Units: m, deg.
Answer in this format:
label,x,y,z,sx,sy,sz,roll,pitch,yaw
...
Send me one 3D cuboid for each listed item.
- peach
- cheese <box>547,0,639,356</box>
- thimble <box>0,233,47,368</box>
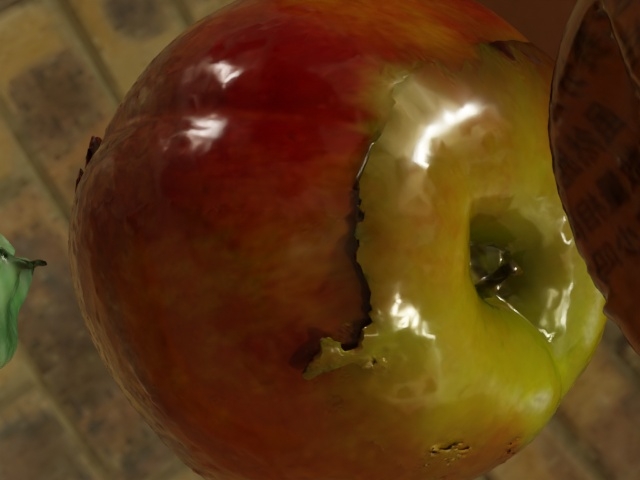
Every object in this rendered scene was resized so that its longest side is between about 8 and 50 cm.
label,x,y,z,sx,sy,sz,roll,pitch,yaw
peach,0.000,0.000,1.183,0.370,0.370,0.370,31,-40,31
cheese,0.167,0.012,0.537,0.217,0.129,0.329,102,-37,-67
thimble,-0.234,0.010,0.777,0.219,0.150,0.219,38,-1,1
